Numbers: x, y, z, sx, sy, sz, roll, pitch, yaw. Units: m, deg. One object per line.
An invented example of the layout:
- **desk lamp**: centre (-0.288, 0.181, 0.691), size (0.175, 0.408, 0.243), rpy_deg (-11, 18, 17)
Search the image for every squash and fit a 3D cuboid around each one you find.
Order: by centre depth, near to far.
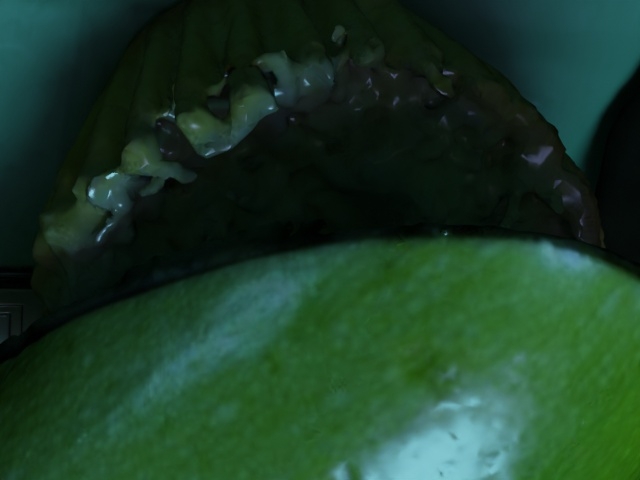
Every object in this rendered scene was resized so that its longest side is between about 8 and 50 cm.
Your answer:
- **squash**: centre (-0.004, 0.084, 0.533), size (0.233, 0.210, 0.309), rpy_deg (33, 107, -33)

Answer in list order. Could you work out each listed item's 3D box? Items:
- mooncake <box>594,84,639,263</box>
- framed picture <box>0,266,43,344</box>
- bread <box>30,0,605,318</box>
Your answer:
- **mooncake**: centre (0.251, -0.006, 0.617), size (0.124, 0.228, 0.228), rpy_deg (9, 129, -32)
- **framed picture**: centre (-0.244, 0.089, 0.719), size (0.199, 0.010, 0.195), rpy_deg (1, 131, -15)
- **bread**: centre (0.000, 0.000, 0.607), size (0.274, 0.149, 0.274), rpy_deg (-3, 134, -3)
